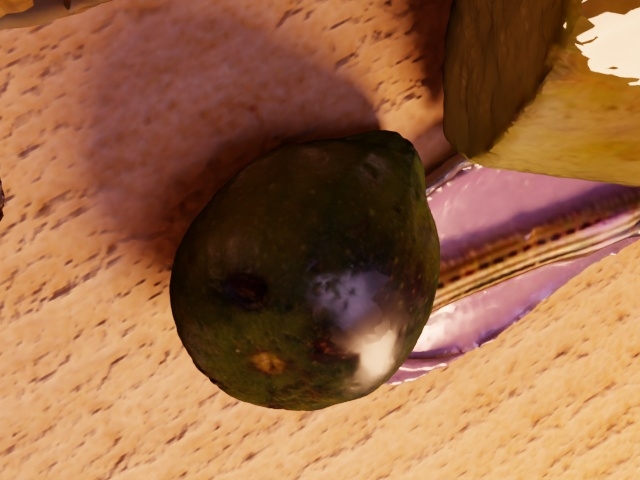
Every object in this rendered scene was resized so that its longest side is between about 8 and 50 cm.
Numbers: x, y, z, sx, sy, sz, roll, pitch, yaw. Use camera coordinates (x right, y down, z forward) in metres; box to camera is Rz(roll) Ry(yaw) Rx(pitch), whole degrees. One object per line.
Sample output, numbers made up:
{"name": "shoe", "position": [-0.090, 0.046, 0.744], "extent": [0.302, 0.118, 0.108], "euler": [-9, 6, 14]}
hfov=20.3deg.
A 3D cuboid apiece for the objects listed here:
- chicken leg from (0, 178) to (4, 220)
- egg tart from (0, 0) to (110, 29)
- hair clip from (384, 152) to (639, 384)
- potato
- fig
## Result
{"name": "chicken leg", "position": [-0.247, 0.045, 0.677], "extent": [0.304, 0.093, 0.113], "euler": [-33, 159, -24]}
{"name": "egg tart", "position": [-0.174, -0.137, 0.554], "extent": [0.291, 0.291, 0.107], "euler": [5, 79, -41]}
{"name": "hair clip", "position": [0.155, -0.018, 0.995], "extent": [0.359, 0.095, 0.110], "euler": [-15, 156, -23]}
{"name": "potato", "position": [0.215, -0.151, 0.798], "extent": [0.280, 0.213, 0.330], "euler": [-1, 118, -12]}
{"name": "fig", "position": [0.000, 0.000, 0.858], "extent": [0.156, 0.123, 0.123], "euler": [-71, 150, -41]}
